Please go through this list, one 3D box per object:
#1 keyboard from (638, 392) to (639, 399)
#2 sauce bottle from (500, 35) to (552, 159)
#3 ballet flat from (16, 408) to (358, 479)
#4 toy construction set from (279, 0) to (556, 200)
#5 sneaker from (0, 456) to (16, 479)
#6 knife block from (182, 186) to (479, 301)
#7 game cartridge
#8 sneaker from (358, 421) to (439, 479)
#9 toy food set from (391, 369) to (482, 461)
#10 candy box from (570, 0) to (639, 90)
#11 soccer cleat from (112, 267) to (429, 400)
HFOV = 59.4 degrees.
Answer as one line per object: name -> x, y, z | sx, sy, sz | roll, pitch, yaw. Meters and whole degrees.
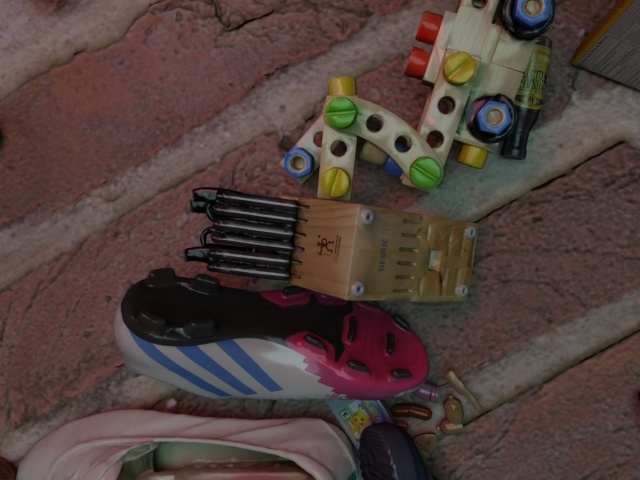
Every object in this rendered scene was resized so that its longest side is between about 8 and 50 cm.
keyboard -> 0.410, 0.313, 0.609 | 0.201, 0.033, 0.317 | -18, 90, -2
sauce bottle -> 0.219, -0.152, 0.603 | 0.042, 0.042, 0.128 | 7, 93, 4
ballet flat -> -0.160, 0.258, 0.599 | 0.400, 0.139, 0.139 | -4, 91, 5
toy construction set -> 0.096, -0.182, 0.546 | 0.215, 0.151, 0.328 | 18, 115, 4
sneaker -> -0.420, 0.284, 0.662 | 0.118, 0.042, 0.067 | 19, 89, 11
knife block -> 0.000, 0.000, 0.614 | 0.275, 0.242, 0.088 | 5, 95, -41
game cartridge -> 0.049, 0.197, 0.631 | 0.056, 0.017, 0.083 | -37, 82, 10
sneaker -> 0.139, 0.325, 0.600 | 0.131, 0.112, 0.319 | -20, 97, -18
toy food set -> 0.116, 0.200, 0.634 | 0.122, 0.019, 0.078 | -39, 88, 12
candy box -> 0.328, -0.203, 0.513 | 0.105, 0.206, 0.027 | 25, 78, 3
soccer cleat -> -0.053, 0.118, 0.609 | 0.331, 0.116, 0.143 | 13, 134, -10
